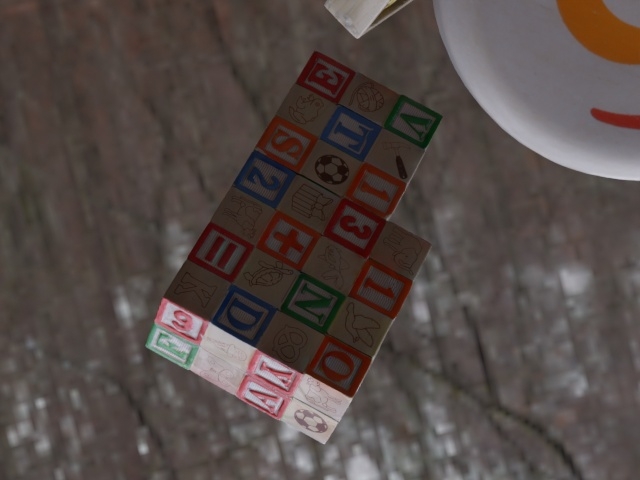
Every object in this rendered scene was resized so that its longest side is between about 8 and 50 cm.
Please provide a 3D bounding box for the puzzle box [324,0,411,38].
[{"bbox_3d":[0.196,-0.372,1.891,0.409,0.052,0.272,-38,173,-41],"label":"puzzle box"}]

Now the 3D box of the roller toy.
[{"bbox_3d":[0.148,-0.129,0.935,0.209,0.191,0.146,-24,-171,5],"label":"roller toy"}]

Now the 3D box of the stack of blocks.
[{"bbox_3d":[0.000,0.000,1.606,0.297,0.171,0.087,-61,178,-34],"label":"stack of blocks"}]
